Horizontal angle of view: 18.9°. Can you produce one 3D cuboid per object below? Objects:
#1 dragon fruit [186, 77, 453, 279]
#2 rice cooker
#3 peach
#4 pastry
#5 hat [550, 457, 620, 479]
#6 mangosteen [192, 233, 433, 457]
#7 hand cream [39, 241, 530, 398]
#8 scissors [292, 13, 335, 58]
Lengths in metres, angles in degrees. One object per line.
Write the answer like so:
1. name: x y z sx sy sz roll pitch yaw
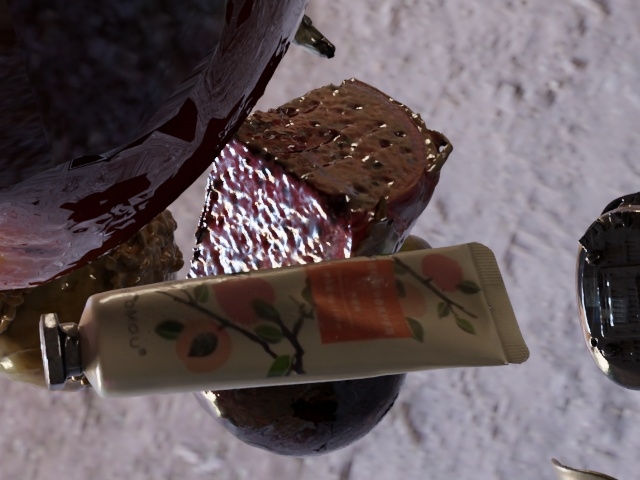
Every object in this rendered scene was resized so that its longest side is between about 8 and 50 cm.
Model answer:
1. dragon fruit: 0.002 -0.001 1.088 0.127 0.120 0.161 41 130 28
2. rice cooker: 0.271 0.042 1.579 0.112 0.106 0.165 -8 93 35
3. peach: -0.151 -0.155 0.762 0.406 0.335 0.310 -57 39 4
4. pastry: -0.275 -0.004 1.935 0.184 0.316 0.284 -31 21 52
5. hat: 0.256 0.315 1.890 0.144 0.173 0.166 -52 22 -12
6. mangosteen: -0.004 0.058 1.276 0.184 0.172 0.172 -23 59 22
7. hand cream: -0.018 0.043 0.939 0.050 0.234 0.080 96 164 -50
8. scissors: -0.113 -0.182 1.106 0.300 0.022 0.109 34 77 18
